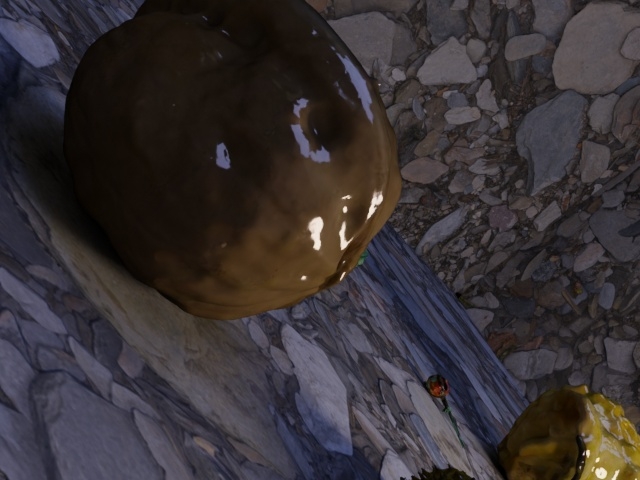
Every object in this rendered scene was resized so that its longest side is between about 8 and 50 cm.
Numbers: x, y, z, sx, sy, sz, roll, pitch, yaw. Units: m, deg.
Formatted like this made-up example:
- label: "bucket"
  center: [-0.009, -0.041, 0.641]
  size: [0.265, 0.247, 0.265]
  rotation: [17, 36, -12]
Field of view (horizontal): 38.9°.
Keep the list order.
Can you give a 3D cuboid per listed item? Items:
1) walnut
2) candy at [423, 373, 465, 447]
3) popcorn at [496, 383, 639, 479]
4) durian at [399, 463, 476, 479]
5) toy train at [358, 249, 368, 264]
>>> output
- label: "walnut"
  center: [-0.099, -0.097, 0.999]
  size: [0.383, 0.384, 0.383]
  rotation: [50, 9, -11]
- label: "candy"
  center: [0.274, 0.365, 1.942]
  size: [0.056, 0.049, 0.184]
  rotation: [9, 43, -30]
- label: "popcorn"
  center: [0.578, 0.497, 2.049]
  size: [0.349, 0.349, 0.381]
  rotation: [55, 3, 21]
- label: "durian"
  center: [0.172, 0.388, 1.147]
  size: [0.252, 0.144, 0.139]
  rotation: [51, -14, 28]
- label: "toy train"
  center: [0.000, 0.000, 1.775]
  size: [0.154, 0.115, 0.269]
  rotation: [62, 10, 6]
